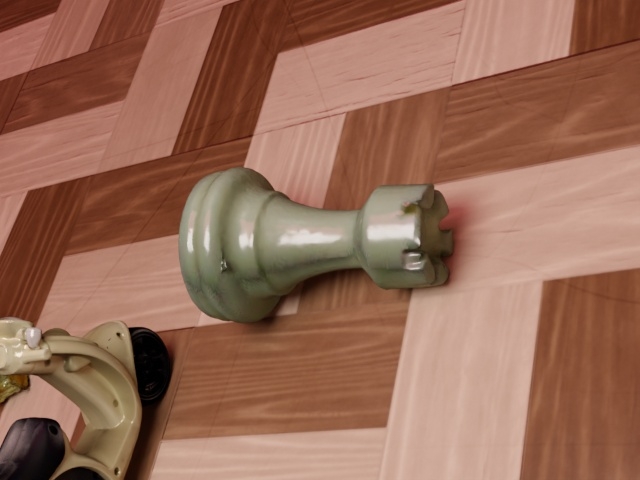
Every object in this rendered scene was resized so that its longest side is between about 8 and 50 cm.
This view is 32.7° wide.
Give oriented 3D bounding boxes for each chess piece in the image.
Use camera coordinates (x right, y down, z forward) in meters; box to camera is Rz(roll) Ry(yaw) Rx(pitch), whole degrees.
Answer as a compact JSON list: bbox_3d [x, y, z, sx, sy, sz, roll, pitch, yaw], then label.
[{"bbox_3d":[0.000,0.000,1.308,0.299,0.194,0.194,-3,54,26],"label":"chess piece"}]

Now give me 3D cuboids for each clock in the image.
[{"bbox_3d":[-0.310,0.238,1.281,0.120,0.276,0.379,-11,54,30],"label":"clock"}]

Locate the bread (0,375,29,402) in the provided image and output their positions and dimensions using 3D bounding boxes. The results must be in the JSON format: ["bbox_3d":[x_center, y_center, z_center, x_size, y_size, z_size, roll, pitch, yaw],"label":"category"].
[{"bbox_3d":[-0.490,0.164,1.590,0.069,0.128,0.140,-33,43,5],"label":"bread"}]
